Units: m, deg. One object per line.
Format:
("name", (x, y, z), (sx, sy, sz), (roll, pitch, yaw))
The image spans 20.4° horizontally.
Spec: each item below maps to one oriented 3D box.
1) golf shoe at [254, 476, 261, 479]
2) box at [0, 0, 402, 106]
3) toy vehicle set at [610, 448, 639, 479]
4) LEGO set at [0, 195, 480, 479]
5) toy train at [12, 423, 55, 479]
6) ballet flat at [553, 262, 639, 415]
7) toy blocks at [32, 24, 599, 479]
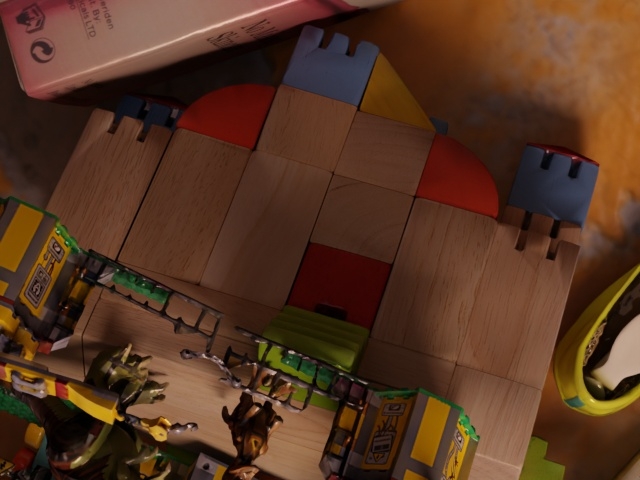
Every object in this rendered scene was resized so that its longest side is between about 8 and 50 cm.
("golf shoe", (-0.149, 0.222, 1.060), (0.306, 0.115, 0.140), (0, 109, -17))
("box", (-0.070, -0.175, 1.059), (0.232, 0.148, 0.127), (-18, 89, 7))
("toy vehicle set", (0.267, 0.248, 1.086), (0.267, 0.035, 0.166), (41, 95, 4))
("LEGO set", (-0.097, 0.153, 0.876), (0.331, 0.255, 0.192), (30, 53, -13))
("toy train", (-0.190, 0.099, 1.133), (0.125, 0.046, 0.166), (-15, 90, 14))
("ballet flat", (0.230, 0.019, 1.065), (0.077, 0.077, 0.231), (44, 95, 4))
("toy blocks", (0.000, 0.000, 1.026), (0.381, 0.191, 0.261), (16, 57, 6))
